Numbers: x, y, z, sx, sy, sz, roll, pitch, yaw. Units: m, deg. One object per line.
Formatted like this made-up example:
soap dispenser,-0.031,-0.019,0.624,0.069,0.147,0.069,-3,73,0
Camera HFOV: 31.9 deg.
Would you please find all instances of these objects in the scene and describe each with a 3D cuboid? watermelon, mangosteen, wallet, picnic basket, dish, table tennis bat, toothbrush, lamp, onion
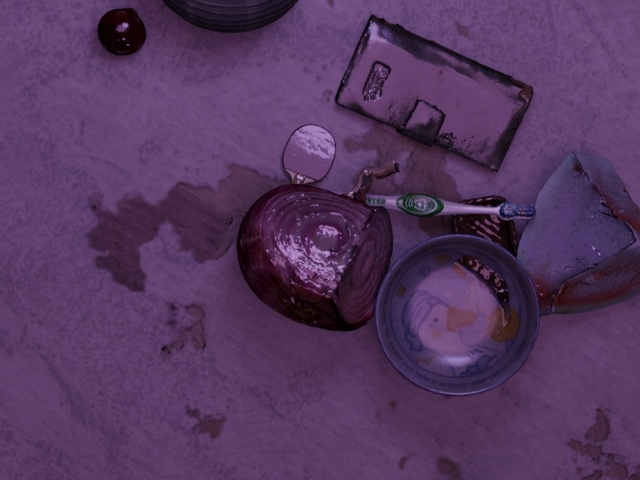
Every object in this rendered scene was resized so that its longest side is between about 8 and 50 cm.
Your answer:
watermelon,0.497,0.030,1.928,0.289,0.213,0.320,28,80,-22
mangosteen,-0.328,-0.345,1.842,0.080,0.081,0.081,-1,99,-7
wallet,0.198,-0.251,1.932,0.317,0.044,0.169,23,97,-9
picnic basket,0.294,0.015,1.979,0.110,0.055,0.194,-10,101,2
dish,0.231,0.120,1.919,0.273,0.134,0.274,0,95,4
table tennis bat,-0.029,-0.125,1.929,0.087,0.013,0.157,23,87,-4
toothbrush,0.161,-0.061,1.931,0.417,0.040,0.042,4,82,7
lamp,-0.150,-0.439,1.774,0.265,0.233,0.233,-10,100,-10
onion,-0.018,0.024,1.858,0.230,0.272,0.256,12,130,17
